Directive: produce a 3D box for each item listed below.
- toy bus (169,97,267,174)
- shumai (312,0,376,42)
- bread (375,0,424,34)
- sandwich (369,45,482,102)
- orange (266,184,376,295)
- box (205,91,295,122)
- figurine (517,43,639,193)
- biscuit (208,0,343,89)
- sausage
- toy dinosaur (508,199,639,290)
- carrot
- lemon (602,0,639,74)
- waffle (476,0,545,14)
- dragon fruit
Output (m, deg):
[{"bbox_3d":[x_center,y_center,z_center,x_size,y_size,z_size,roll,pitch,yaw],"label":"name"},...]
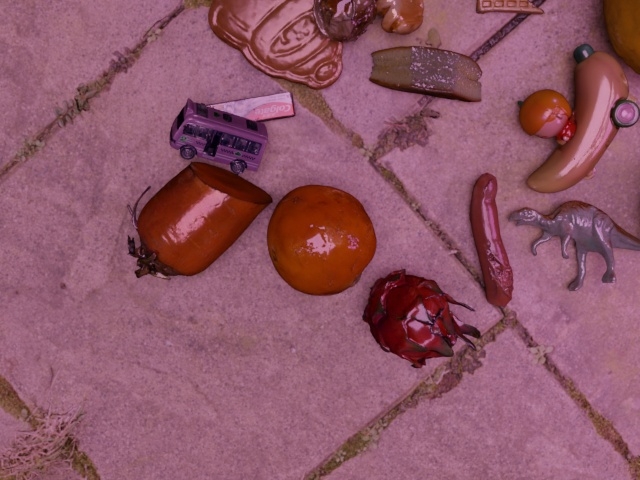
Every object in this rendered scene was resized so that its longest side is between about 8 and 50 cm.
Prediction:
[{"bbox_3d":[-0.217,-0.223,1.563,0.198,0.096,0.108,15,122,-20],"label":"toy bus"},{"bbox_3d":[0.052,-0.479,1.500,0.145,0.116,0.146,-1,100,-8],"label":"shumai"},{"bbox_3d":[0.155,-0.525,1.554,0.119,0.084,0.177,-23,99,-38],"label":"bread"},{"bbox_3d":[0.236,-0.363,1.582,0.257,0.096,0.094,7,91,-3],"label":"sandwich"},{"bbox_3d":[0.000,0.000,1.554,0.239,0.240,0.240,0,97,0],"label":"orange"},{"bbox_3d":[-0.166,-0.286,1.616,0.217,0.039,0.055,-8,95,1],"label":"box"},{"bbox_3d":[0.537,-0.256,1.577,0.222,0.124,0.325,30,100,-3],"label":"figurine"},{"bbox_3d":[-0.062,-0.506,1.583,0.351,0.057,0.312,42,96,-4],"label":"biscuit"},{"bbox_3d":[0.381,0.001,1.631,0.078,0.078,0.305,-12,96,2],"label":"sausage"},{"bbox_3d":[0.624,0.008,1.629,0.392,0.092,0.206,-6,92,3],"label":"toy dinosaur"},{"bbox_3d":[-0.289,-0.034,1.566,0.331,0.193,0.214,-46,126,8],"label":"carrot"},{"bbox_3d":[0.723,-0.460,1.481,0.285,0.285,0.317,-2,102,1],"label":"lemon"},{"bbox_3d":[0.417,-0.543,1.591,0.152,0.023,0.098,3,98,1],"label":"waffle"},{"bbox_3d":[0.210,0.176,1.586,0.274,0.193,0.192,34,102,24],"label":"dragon fruit"}]
